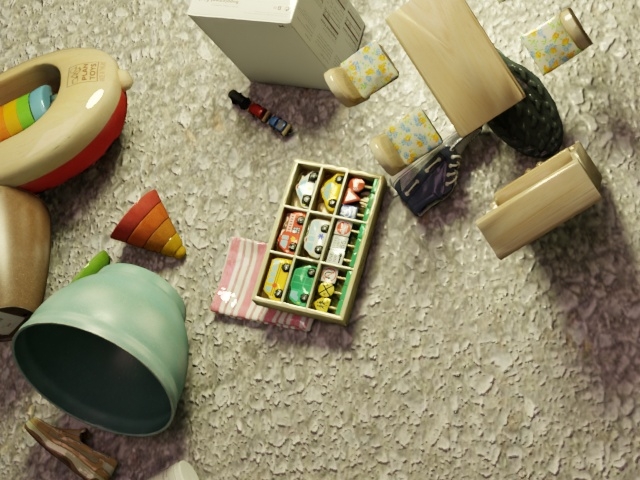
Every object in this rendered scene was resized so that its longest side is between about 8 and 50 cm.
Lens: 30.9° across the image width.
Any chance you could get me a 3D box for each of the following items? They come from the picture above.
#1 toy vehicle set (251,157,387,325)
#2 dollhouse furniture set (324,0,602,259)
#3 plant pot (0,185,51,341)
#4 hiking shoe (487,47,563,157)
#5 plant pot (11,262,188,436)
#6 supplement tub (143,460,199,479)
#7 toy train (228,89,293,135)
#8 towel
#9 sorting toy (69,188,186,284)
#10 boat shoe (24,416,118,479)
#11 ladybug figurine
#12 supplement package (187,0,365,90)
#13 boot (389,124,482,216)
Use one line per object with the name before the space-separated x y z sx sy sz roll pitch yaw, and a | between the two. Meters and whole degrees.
toy vehicle set | 0.000 0.000 1.964 0.165 0.035 0.267 11 72 17
dollhouse furniture set | 0.246 -0.200 1.736 0.362 0.256 0.394 -33 92 18
plant pot | -0.578 0.059 2.076 0.215 0.215 0.230 -27 54 11
hiking shoe | 0.295 -0.264 1.918 0.113 0.132 0.304 -43 85 19
plant pot | -0.341 0.165 1.952 0.293 0.293 0.196 5 47 24
supplement tub | -0.259 0.419 1.922 0.107 0.071 0.071 -29 64 9
toy train | -0.111 -0.235 2.114 0.158 0.036 0.027 34 87 28
towel | -0.087 0.073 1.999 0.197 0.029 0.144 9 76 24
sorting toy | -0.372 0.083 2.090 0.126 0.127 0.365 39 92 -1
boat shoe | -0.432 0.357 2.025 0.190 0.068 0.072 32 73 18
ladybug figurine | -0.540 -0.204 2.185 0.449 0.162 0.305 -20 46 17
supplement package | -0.072 -0.388 2.025 0.204 0.262 0.145 10 75 25
boot | 0.212 -0.124 1.935 0.190 0.069 0.086 -39 69 14
